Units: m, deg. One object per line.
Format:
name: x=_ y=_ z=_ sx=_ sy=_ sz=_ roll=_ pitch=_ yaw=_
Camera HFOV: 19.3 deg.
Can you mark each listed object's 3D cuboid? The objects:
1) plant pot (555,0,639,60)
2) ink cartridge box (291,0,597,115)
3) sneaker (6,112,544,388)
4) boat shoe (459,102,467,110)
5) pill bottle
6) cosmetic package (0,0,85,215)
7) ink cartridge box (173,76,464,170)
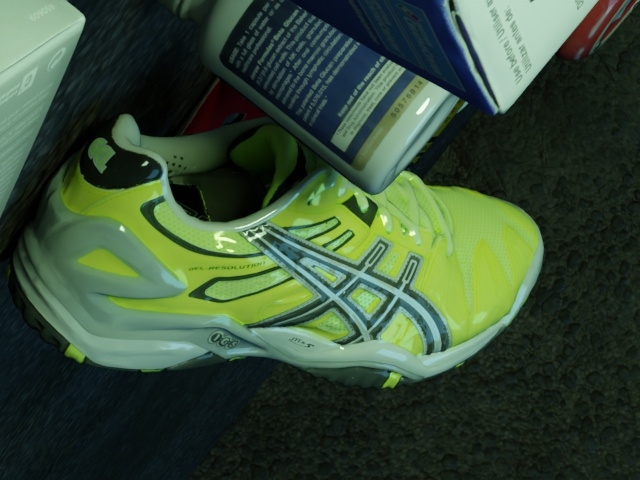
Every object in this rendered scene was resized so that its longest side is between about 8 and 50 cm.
plant pot: x=0.227 y=-0.277 z=1.780 sx=0.191 sy=0.174 sz=0.191 roll=-49 pitch=172 yaw=-10
ink cartridge box: x=0.054 y=-0.225 z=0.558 sx=0.395 sy=0.151 sz=0.270 roll=-52 pitch=151 yaw=-10
sneaker: x=0.000 y=0.000 z=1.204 sx=0.384 sy=0.145 sz=0.147 roll=-3 pitch=137 yaw=-35
boat shoe: x=0.135 y=-0.245 z=1.609 sx=0.091 sy=0.114 sz=0.302 roll=11 pitch=109 yaw=-39
pill bottle: x=-0.008 y=-0.111 z=1.034 sx=0.094 sy=0.169 sz=0.094 roll=-51 pitch=175 yaw=-7
cosmetic package: x=-0.179 y=-0.008 z=0.596 sx=0.107 sy=0.127 sz=0.238 roll=-45 pitch=169 yaw=-49
ink cartridge box: x=0.042 y=-0.138 z=1.432 sx=0.272 sy=0.130 sz=0.309 roll=-51 pitch=174 yaw=10
